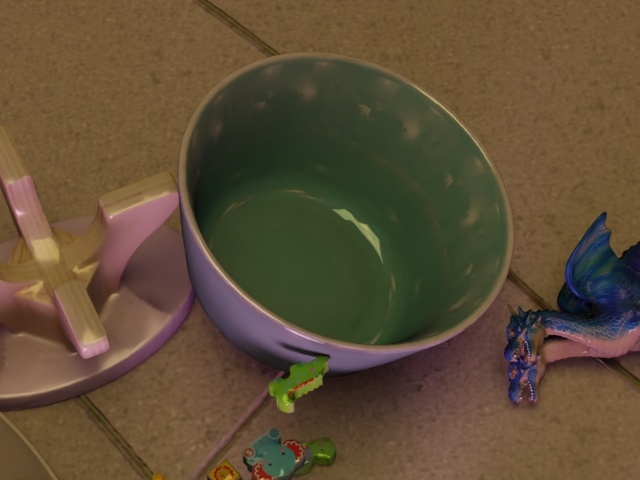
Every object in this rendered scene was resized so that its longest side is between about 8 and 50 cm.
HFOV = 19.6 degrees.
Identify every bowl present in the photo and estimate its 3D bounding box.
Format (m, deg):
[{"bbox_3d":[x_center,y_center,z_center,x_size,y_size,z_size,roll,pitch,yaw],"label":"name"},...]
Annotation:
[{"bbox_3d":[0.000,0.000,1.673,0.312,0.163,0.311,11,56,-17],"label":"bowl"}]

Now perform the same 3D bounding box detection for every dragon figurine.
[{"bbox_3d":[0.271,0.035,1.716,0.144,0.085,0.289,24,64,15],"label":"dragon figurine"}]

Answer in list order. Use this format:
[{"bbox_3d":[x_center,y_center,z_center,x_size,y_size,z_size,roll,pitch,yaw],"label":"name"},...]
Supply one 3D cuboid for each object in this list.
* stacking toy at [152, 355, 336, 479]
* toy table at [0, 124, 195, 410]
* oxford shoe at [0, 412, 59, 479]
[{"bbox_3d":[-0.068,0.210,1.577,0.221,0.167,0.052,-37,64,-19],"label":"stacking toy"},{"bbox_3d":[-0.247,0.034,1.695,0.274,0.161,0.252,-33,64,-17],"label":"toy table"},{"bbox_3d":[-0.272,0.285,1.558,0.169,0.130,0.449,-26,63,-10],"label":"oxford shoe"}]
